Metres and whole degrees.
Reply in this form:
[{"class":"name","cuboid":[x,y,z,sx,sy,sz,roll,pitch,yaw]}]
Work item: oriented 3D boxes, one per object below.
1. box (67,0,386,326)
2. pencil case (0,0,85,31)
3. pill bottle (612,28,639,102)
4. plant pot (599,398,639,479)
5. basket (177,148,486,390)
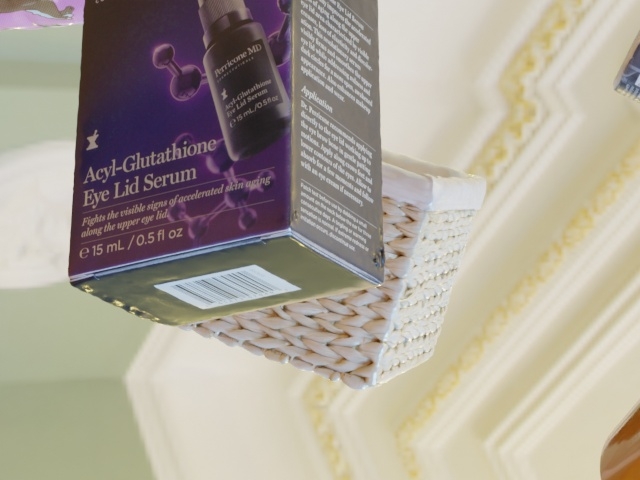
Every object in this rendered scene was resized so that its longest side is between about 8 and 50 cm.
[{"class":"box","cuboid":[-0.053,-0.069,0.836,0.153,0.108,0.207,-13,-114,28]},{"class":"pencil case","cuboid":[-0.168,-0.274,1.163,0.160,0.386,0.167,65,18,-49]},{"class":"pill bottle","cuboid":[0.462,-0.173,1.584,0.246,0.130,0.130,27,-57,7]},{"class":"plant pot","cuboid":[0.347,0.184,1.235,0.188,0.205,0.205,-48,-128,52]},{"class":"basket","cuboid":[0.000,0.000,1.779,0.328,0.331,0.266,17,-81,15]}]
